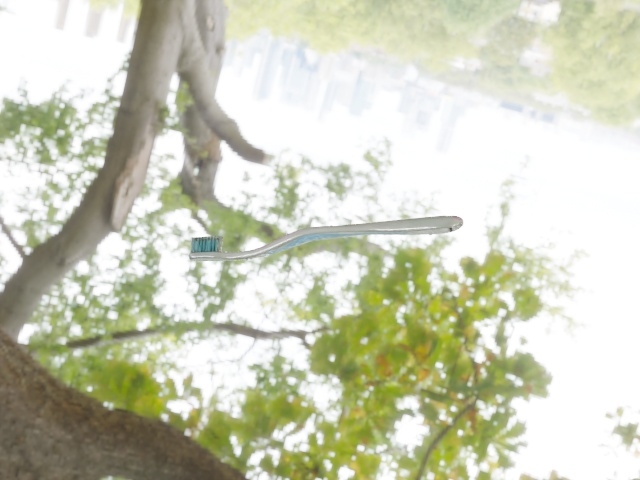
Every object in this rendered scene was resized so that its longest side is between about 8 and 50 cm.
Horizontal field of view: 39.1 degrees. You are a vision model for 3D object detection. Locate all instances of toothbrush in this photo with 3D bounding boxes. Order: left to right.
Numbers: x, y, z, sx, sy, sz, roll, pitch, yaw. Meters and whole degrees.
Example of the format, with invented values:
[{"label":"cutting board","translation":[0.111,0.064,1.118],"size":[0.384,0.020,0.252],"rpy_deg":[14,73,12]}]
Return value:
[{"label":"toothbrush","translation":[0.000,0.000,0.508],"size":[0.162,0.017,0.014],"rpy_deg":[-4,166,17]}]

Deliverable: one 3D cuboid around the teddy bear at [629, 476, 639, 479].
[{"label":"teddy bear","translation":[0.399,0.099,0.473],"size":[0.362,0.375,0.327],"rpy_deg":[-9,-131,-37]}]
